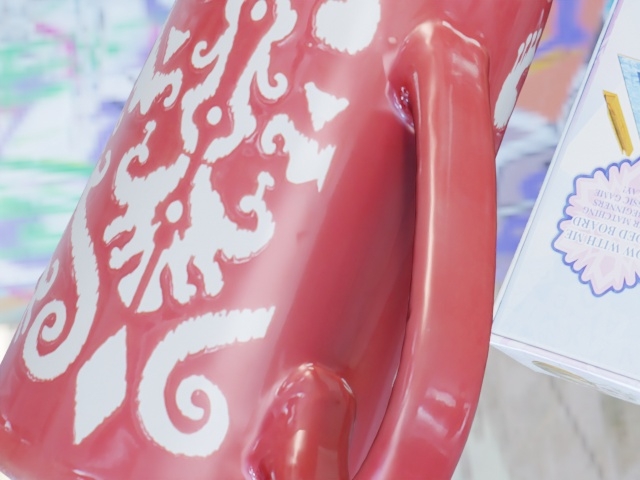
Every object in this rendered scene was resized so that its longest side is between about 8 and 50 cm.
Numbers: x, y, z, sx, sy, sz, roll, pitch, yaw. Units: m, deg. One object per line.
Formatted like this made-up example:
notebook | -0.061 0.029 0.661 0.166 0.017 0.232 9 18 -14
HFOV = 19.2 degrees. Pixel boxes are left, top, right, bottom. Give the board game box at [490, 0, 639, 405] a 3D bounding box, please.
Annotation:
board game box | 0.265 -0.054 0.762 0.318 0.066 0.318 18 83 33

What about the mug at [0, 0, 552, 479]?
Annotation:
mug | 0.003 0.001 0.501 0.150 0.113 0.169 25 94 30
